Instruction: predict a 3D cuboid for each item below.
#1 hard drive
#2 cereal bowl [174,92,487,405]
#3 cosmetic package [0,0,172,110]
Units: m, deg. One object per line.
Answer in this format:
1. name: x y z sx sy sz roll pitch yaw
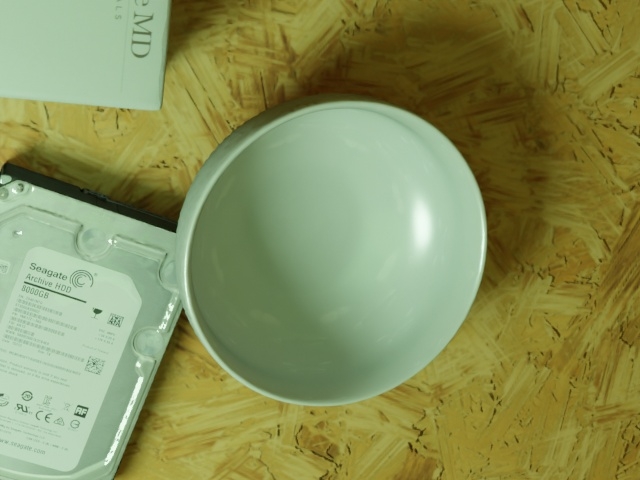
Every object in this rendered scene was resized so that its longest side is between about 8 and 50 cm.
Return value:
1. hard drive: -0.293 0.110 1.372 0.236 0.064 0.339 20 102 -17
2. cereal bowl: 0.000 0.000 1.342 0.339 0.141 0.339 -6 108 -20
3. cosmetic package: -0.371 -0.265 1.184 0.453 0.161 0.230 3 107 -13
